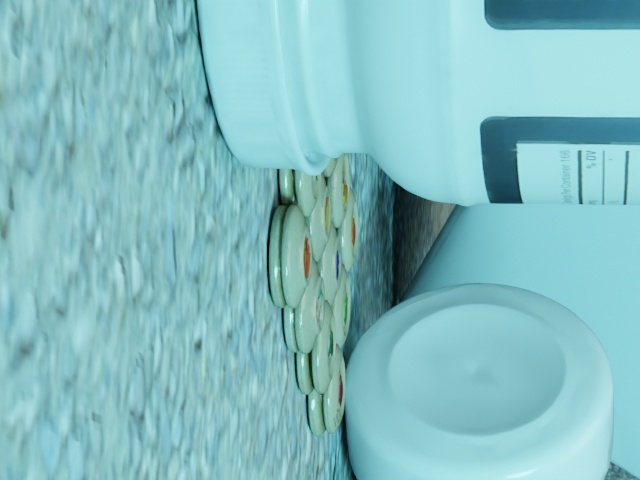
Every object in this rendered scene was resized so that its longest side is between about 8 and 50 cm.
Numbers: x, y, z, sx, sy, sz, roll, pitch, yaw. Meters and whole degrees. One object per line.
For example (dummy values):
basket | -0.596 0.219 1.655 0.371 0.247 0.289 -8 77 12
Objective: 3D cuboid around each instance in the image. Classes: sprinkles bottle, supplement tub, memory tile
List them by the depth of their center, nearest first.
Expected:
supplement tub | 0.111 -0.104 0.565 0.191 0.272 0.191 1 90 -82
memory tile | 0.000 0.000 0.719 0.148 0.012 0.113 76 17 -59
sprinkles bottle | 0.084 0.184 0.939 0.121 0.121 0.355 -80 168 -45

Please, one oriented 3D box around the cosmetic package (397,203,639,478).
cosmetic package | 0.301 -0.079 1.050 0.394 0.327 0.329 -54 174 -43
